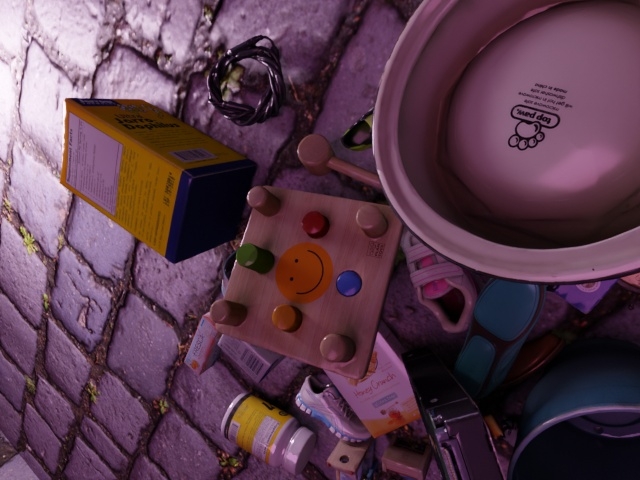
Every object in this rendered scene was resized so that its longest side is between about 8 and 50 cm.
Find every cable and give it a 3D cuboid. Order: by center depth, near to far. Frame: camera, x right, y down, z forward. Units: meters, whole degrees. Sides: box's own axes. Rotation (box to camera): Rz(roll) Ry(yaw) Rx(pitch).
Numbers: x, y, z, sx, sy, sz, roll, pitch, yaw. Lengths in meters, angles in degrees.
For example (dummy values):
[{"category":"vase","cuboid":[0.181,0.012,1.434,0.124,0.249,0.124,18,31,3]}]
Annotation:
[{"category":"cable","cuboid":[-0.147,-0.301,0.798,0.184,0.047,0.151,-12,105,29]}]

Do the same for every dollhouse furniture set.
[{"category":"dollhouse furniture set","cuboid":[0.124,0.495,0.844,0.183,0.129,0.130,3,107,29]}]

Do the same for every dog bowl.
[{"category":"dog bowl","cuboid":[0.270,-0.152,0.475,0.407,0.150,0.408,-6,81,38]}]

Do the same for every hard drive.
[{"category":"hard drive","cuboid":[0.198,0.306,0.592,0.064,0.339,0.237,-18,85,5]}]

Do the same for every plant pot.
[{"category":"plant pot","cuboid":[0.402,0.267,0.539,0.271,0.255,0.272,8,108,26]}]

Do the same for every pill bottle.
[{"category":"pill bottle","cuboid":[-0.123,0.464,0.981,0.208,0.119,0.119,19,114,23]}]

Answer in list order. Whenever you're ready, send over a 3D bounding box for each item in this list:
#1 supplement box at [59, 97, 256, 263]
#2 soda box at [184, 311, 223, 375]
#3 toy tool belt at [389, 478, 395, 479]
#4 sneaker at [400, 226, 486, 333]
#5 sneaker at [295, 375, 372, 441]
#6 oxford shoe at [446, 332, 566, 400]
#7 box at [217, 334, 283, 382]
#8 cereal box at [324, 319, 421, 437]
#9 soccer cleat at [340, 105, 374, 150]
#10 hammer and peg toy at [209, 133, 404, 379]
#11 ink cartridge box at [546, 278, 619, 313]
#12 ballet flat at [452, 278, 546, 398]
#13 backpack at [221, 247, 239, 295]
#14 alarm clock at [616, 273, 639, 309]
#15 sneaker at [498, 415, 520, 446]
[{"category":"supplement box","cuboid":[-0.349,-0.143,0.869,0.356,0.195,0.194,31,118,17]},{"category":"soda box","cuboid":[-0.285,0.257,1.038,0.058,0.063,0.183,37,119,15]},{"category":"toy tool belt","cuboid":[0.147,0.574,0.904,0.051,0.052,0.083,-14,98,23]},{"category":"sneaker","cuboid":[0.195,0.042,0.670,0.103,0.111,0.252,-34,87,33]},{"category":"sneaker","cuboid":[0.033,0.363,0.892,0.190,0.071,0.083,23,110,21]},{"category":"oxford shoe","cuboid":[0.302,0.202,0.687,0.212,0.076,0.076,-41,75,33]},{"category":"box","cuboid":[-0.128,0.216,0.892,0.126,0.137,0.072,39,122,13]},{"category":"cereal box","cuboid":[0.103,0.266,0.831,0.173,0.047,0.240,-42,83,31]},{"category":"soccer cleat","cuboid":[0.109,-0.203,0.663,0.179,0.072,0.060,-36,87,33]},{"category":"hammer and peg toy","cuboid":[0.000,0.000,0.629,0.265,0.127,0.362,13,79,23]},{"category":"ink cartridge box","cuboid":[0.327,-0.048,0.560,0.224,0.045,0.223,43,121,34]},{"category":"ballet flat","cuboid":[0.270,0.131,0.609,0.083,0.087,0.248,38,129,37]},{"category":"backpack","cuboid":[-0.099,0.074,0.801,0.166,0.188,0.144,42,137,9]},{"category":"alarm clock","cuboid":[0.456,-0.006,0.534,0.129,0.064,0.192,51,121,11]},{"category":"sneaker","cuboid":[0.350,0.326,0.717,0.069,0.038,0.098,27,117,19]}]
